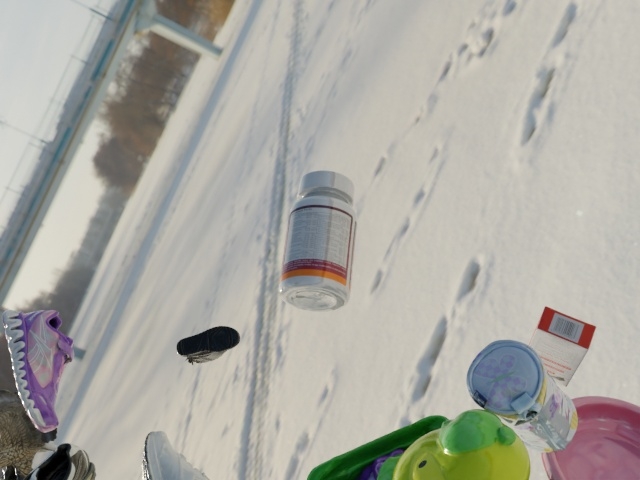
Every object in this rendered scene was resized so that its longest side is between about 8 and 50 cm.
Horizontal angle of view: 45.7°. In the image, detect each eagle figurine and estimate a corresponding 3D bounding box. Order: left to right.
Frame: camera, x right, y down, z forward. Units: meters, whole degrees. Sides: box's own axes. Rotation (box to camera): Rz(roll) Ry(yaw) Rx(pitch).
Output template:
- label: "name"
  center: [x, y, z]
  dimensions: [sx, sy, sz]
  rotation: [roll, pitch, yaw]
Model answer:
- label: "eagle figurine"
  center: [-0.658, 0.401, 1.565]
  dimensions: [0.225, 0.226, 0.299]
  rotation: [-137, 37, -72]

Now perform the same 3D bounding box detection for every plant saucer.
- label: "plant saucer"
  center: [0.563, 0.440, 1.409]
  dimensions: [0.332, 0.331, 0.084]
  rotation: [-83, 5, -52]

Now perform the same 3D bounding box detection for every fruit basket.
- label: "fruit basket"
  center: [0.152, 0.393, 1.023]
  dimensions: [0.282, 0.392, 0.392]
  rotation: [-23, 13, -6]

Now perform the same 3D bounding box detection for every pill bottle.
- label: "pill bottle"
  center: [0.000, 0.000, 1.295]
  dimensions: [0.121, 0.121, 0.221]
  rotation: [136, 146, -56]

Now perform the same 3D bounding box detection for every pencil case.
- label: "pencil case"
  center: [0.321, 0.247, 1.176]
  dimensions: [0.113, 0.273, 0.124]
  rotation: [-48, 53, -1]

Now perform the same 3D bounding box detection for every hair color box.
- label: "hair color box"
  center: [0.423, 0.192, 1.360]
  dimensions: [0.053, 0.093, 0.167]
  rotation: [-59, -18, -29]

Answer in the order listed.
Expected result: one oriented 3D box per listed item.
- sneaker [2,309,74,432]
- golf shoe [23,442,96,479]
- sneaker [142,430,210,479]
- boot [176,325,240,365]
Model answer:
- label: "sneaker"
  center: [-0.467, 0.208, 1.291]
  dimensions: [0.095, 0.104, 0.236]
  rotation: [104, 146, -51]
- label: "golf shoe"
  center: [-0.387, 0.355, 1.010]
  dimensions: [0.094, 0.077, 0.198]
  rotation: [90, -155, -50]
- label: "sneaker"
  center: [-0.293, 0.510, 1.565]
  dimensions: [0.297, 0.129, 0.111]
  rotation: [-125, 35, -47]
- label: "boot"
  center: [-0.191, 0.189, 1.350]
  dimensions: [0.099, 0.121, 0.045]
  rotation: [59, -163, -70]
